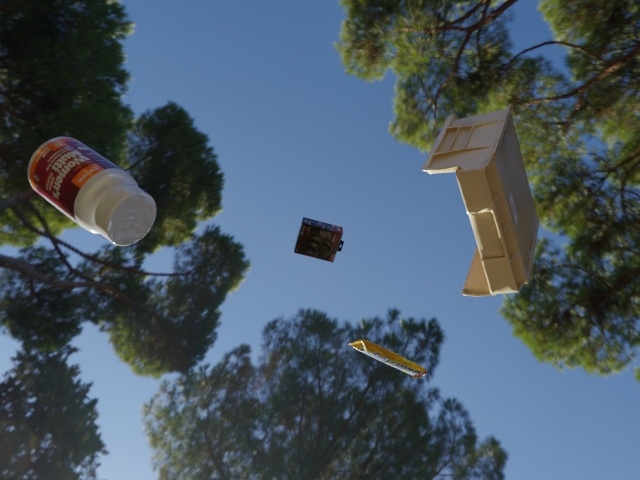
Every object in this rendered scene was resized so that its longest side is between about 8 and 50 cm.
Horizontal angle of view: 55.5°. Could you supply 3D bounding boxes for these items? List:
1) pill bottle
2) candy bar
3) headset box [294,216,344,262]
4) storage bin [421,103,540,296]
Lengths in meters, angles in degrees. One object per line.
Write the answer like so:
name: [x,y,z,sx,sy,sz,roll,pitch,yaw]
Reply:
pill bottle: [-0.396,-0.086,1.059,0.221,0.121,0.121,31,-69,26]
candy bar: [0.127,0.218,1.131,0.162,0.018,0.040,28,-36,-16]
headset box: [0.000,0.000,1.098,0.083,0.032,0.062,16,-67,-7]
storage bin: [0.302,-0.073,1.111,0.123,0.260,0.262,-7,-61,30]
